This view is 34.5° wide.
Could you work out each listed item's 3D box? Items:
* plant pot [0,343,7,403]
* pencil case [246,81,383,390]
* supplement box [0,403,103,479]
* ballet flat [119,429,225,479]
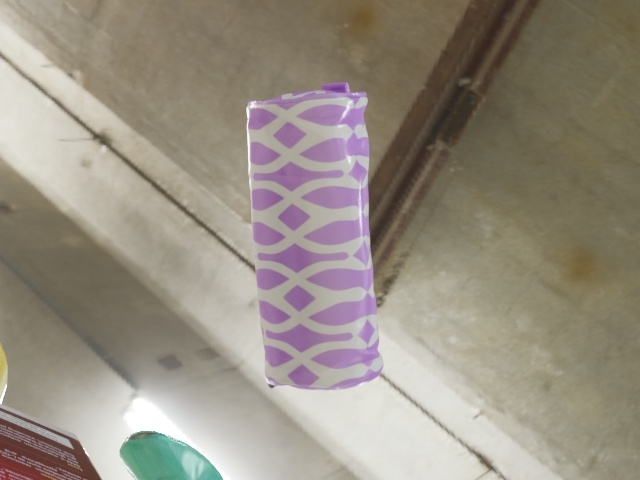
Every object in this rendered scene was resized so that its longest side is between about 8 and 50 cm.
[{"bbox_3d":[-0.429,0.173,1.016,0.253,0.239,0.254,2,-68,5],"label":"plant pot"},{"bbox_3d":[0.000,0.000,0.685,0.086,0.088,0.206,3,-79,35],"label":"pencil case"},{"bbox_3d":[-0.141,0.126,0.403,0.073,0.130,0.239,-62,-153,-3],"label":"supplement box"},{"bbox_3d":[-0.140,0.301,1.167,0.083,0.247,0.087,-23,-133,14],"label":"ballet flat"}]
